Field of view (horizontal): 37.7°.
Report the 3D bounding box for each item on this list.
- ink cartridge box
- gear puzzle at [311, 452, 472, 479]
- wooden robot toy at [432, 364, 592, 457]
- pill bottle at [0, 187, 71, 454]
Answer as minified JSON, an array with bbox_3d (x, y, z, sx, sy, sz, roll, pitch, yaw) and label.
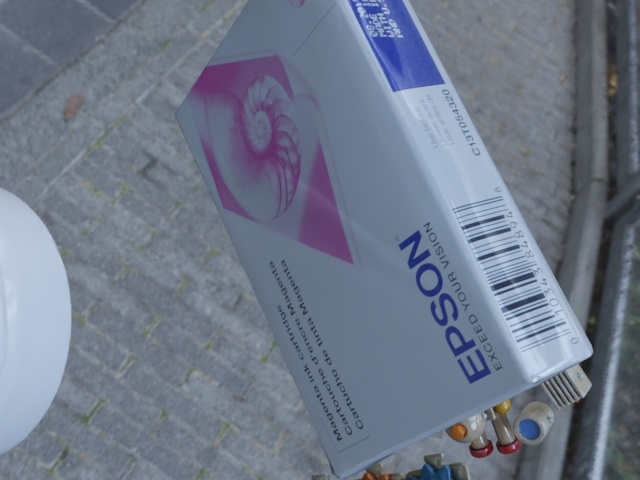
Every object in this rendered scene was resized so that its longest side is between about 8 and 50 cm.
[{"bbox_3d":[0.000,0.000,0.691,0.071,0.330,0.324,-15,73,-36],"label":"ink cartridge box"},{"bbox_3d":[0.027,0.348,1.057,0.044,0.338,0.176,13,63,-52],"label":"gear puzzle"},{"bbox_3d":[0.137,0.152,0.783,0.079,0.173,0.076,-26,98,-59],"label":"wooden robot toy"},{"bbox_3d":[-0.232,0.034,0.324,0.161,0.161,0.283,56,20,18],"label":"pill bottle"}]
